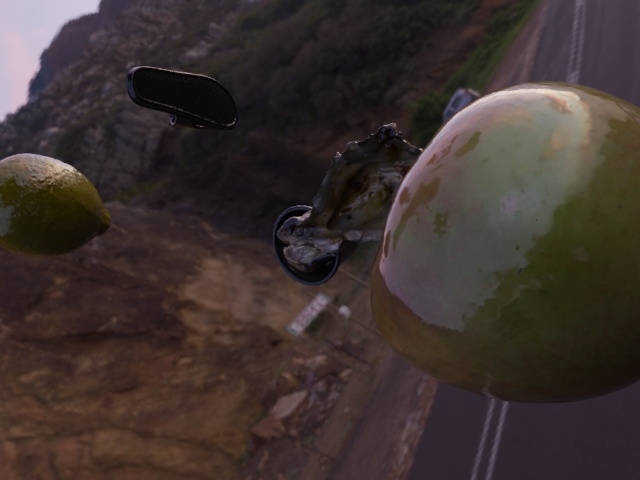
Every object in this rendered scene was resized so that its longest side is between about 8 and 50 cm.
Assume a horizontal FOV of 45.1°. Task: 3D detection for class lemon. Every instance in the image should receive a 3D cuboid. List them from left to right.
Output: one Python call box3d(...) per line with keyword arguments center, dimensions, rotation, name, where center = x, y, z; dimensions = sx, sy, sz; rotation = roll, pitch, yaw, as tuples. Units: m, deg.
box3d(center=(-0.493, -0.057, 1.368), dimensions=(0.184, 0.249, 0.184), rotation=(-45, 37, 48), name="lemon")

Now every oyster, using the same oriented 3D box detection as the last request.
box3d(center=(0.064, -0.046, 1.326), dimensions=(0.337, 0.197, 0.133), rotation=(-38, -10, 22), name="oyster")

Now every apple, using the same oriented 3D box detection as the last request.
box3d(center=(0.215, 0.010, 0.743), dimensions=(0.319, 0.277, 0.319), rotation=(-53, -20, -29), name="apple")

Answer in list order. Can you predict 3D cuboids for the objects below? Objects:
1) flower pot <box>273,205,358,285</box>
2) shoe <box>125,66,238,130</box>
box3d(center=(0.000, 0.000, 1.497), dimensions=(0.107, 0.157, 0.157), rotation=(-21, -34, -52), name="flower pot")
box3d(center=(-0.168, -0.163, 0.901), dimensions=(0.159, 0.053, 0.062), rotation=(7, -107, -50), name="shoe")
